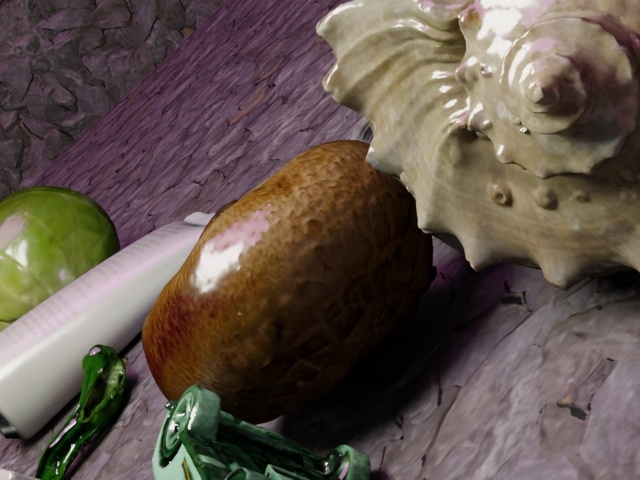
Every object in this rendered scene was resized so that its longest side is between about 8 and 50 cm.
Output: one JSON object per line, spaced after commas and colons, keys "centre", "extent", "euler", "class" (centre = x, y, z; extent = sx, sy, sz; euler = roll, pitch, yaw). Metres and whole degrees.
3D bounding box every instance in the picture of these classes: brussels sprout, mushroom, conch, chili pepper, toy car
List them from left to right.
{"centre": [-0.377, 0.040, 1.750], "extent": [0.244, 0.244, 0.244], "euler": [-38, 19, 15], "class": "brussels sprout"}
{"centre": [-0.243, 0.180, 1.387], "extent": [0.073, 0.050, 0.182], "euler": [-20, 31, 36], "class": "chili pepper"}
{"centre": [-0.029, 0.185, 0.796], "extent": [0.125, 0.136, 0.306], "euler": [-66, 18, 0], "class": "toy car"}
{"centre": [-0.022, 0.038, 0.995], "extent": [0.253, 0.153, 0.253], "euler": [-41, -15, -13], "class": "mushroom"}
{"centre": [0.148, -0.071, 0.867], "extent": [0.297, 0.352, 0.210], "euler": [11, 81, 20], "class": "conch"}

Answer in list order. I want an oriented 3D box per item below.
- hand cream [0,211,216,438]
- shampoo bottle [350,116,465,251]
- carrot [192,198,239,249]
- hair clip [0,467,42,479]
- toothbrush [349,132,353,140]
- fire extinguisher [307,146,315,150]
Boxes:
{"centre": [-0.254, 0.083, 1.564], "extent": [0.359, 0.118, 0.185], "euler": [-40, 14, -15], "class": "hand cream"}
{"centre": [0.102, -0.053, 1.112], "extent": [0.092, 0.092, 0.303], "euler": [-43, 19, -1], "class": "shampoo bottle"}
{"centre": [-0.122, 0.035, 1.449], "extent": [0.060, 0.060, 0.186], "euler": [-19, 35, 52], "class": "carrot"}
{"centre": [-0.358, 0.270, 1.358], "extent": [0.331, 0.085, 0.101], "euler": [-8, 58, 55], "class": "hair clip"}
{"centre": [-0.005, 0.000, 1.296], "extent": [0.040, 0.042, 0.418], "euler": [4, 33, 10], "class": "toothbrush"}
{"centre": [-0.051, -0.023, 1.426], "extent": [0.177, 0.062, 0.050], "euler": [-45, -7, -13], "class": "fire extinguisher"}
